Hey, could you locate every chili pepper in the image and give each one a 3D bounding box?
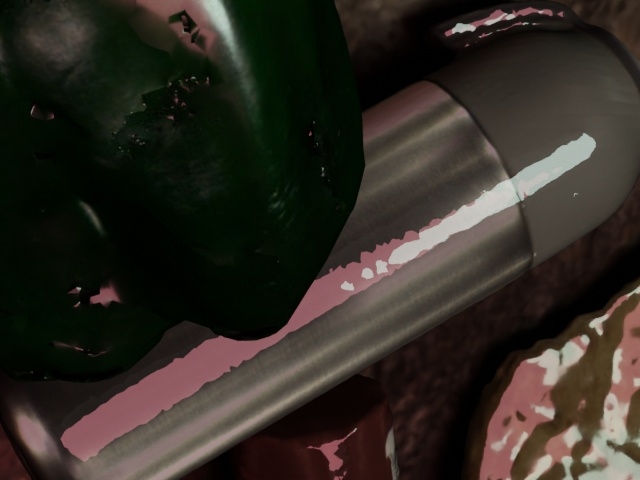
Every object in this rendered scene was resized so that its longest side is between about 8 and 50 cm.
[{"bbox_3d":[-0.083,-0.088,0.492,0.165,0.174,0.261,-17,123,8],"label":"chili pepper"}]

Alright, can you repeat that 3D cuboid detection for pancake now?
[{"bbox_3d":[0.171,0.096,0.745,0.222,0.042,0.236,33,84,-11],"label":"pancake"}]

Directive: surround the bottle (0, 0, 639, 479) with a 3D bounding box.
[{"bbox_3d":[0.000,0.000,0.627,0.253,0.079,0.096,-29,86,-12],"label":"bottle"}]

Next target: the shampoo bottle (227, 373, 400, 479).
[{"bbox_3d":[0.007,0.165,0.705,0.067,0.068,0.236,1,114,19],"label":"shampoo bottle"}]
